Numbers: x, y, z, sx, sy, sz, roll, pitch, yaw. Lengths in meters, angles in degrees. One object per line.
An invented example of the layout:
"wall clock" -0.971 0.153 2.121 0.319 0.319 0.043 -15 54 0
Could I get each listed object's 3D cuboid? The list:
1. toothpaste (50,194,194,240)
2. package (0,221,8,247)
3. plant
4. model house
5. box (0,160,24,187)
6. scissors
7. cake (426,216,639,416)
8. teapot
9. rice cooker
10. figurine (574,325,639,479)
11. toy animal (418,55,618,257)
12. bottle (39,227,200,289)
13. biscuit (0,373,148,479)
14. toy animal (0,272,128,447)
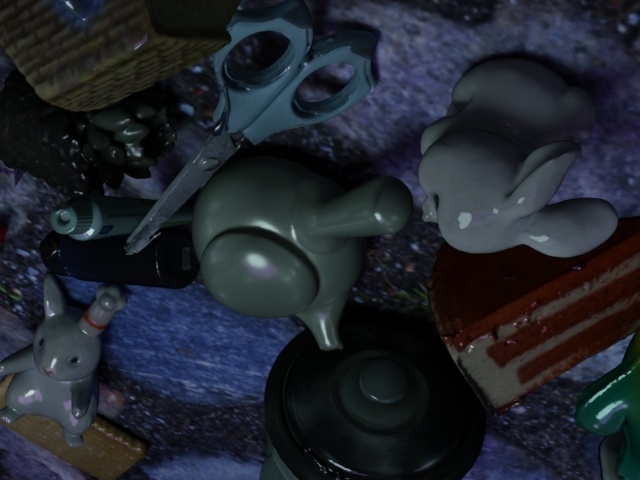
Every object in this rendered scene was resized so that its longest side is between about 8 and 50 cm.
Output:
"toothpaste" -0.209 -0.027 1.486 0.075 0.297 0.048 -1 92 20
"package" -0.626 -0.047 1.734 0.424 0.123 0.196 29 143 -7
"plant" -0.261 -0.119 1.475 0.194 0.132 0.129 13 142 18
"model house" -0.227 -0.268 1.183 0.261 0.266 0.321 -19 126 35
"box" -0.382 -0.119 1.607 0.051 0.036 0.117 19 140 4
"scissors" -0.096 -0.099 1.369 0.191 0.029 0.360 20 124 -41
"cake" 0.255 0.053 1.506 0.262 0.159 0.158 -30 126 4
"teapot" -0.033 -0.018 1.474 0.220 0.149 0.318 21 143 -2
"rice cooker" 0.055 0.242 1.650 0.264 0.317 0.316 53 150 26
"figurine" 0.431 0.146 1.415 0.324 0.231 0.340 0 134 -13
"toy animal" 0.186 -0.077 1.281 0.179 0.193 0.127 -10 133 22
"bottle" -0.252 0.017 1.638 0.244 0.072 0.082 2 174 45
"biscuit" -0.402 0.292 2.100 0.250 0.030 0.160 33 140 -14
"toy animal" -0.359 0.163 1.844 0.140 0.138 0.282 25 140 3
